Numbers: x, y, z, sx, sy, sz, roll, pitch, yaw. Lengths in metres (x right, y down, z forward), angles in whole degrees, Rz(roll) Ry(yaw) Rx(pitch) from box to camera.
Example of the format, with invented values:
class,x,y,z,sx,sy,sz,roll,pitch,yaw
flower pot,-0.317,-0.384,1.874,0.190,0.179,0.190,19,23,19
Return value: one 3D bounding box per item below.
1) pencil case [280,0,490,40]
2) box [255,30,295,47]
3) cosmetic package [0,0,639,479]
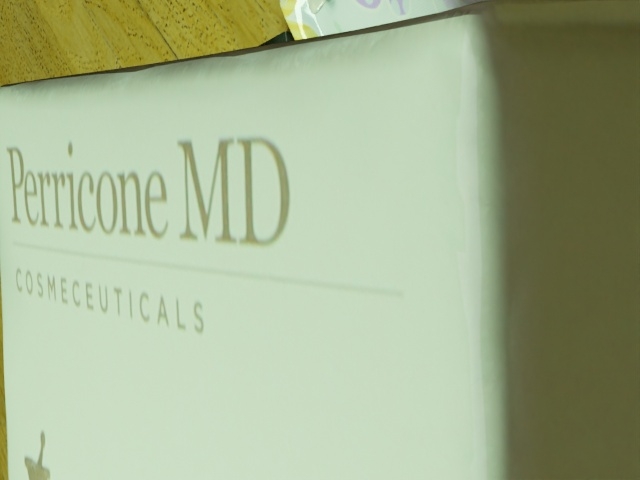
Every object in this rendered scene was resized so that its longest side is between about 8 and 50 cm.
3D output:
class,x,y,z,sx,sy,sz,roll,pitch,yaw
pencil case,0.080,-0.133,0.714,0.113,0.124,0.273,-61,19,-15
box,-0.014,-0.093,0.983,0.083,0.052,0.062,-17,80,62
cosmetic package,0.096,0.133,0.533,0.329,0.327,0.394,4,97,61
